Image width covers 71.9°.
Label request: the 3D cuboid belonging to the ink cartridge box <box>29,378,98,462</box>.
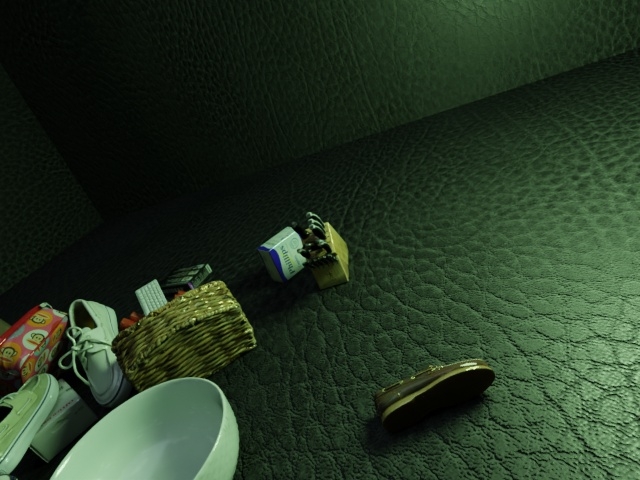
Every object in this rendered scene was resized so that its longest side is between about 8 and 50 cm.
[{"bbox_3d":[-0.675,0.448,1.119,0.191,0.082,0.140,5,37,46],"label":"ink cartridge box"}]

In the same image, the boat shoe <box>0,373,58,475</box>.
[{"bbox_3d":[-0.703,0.403,1.022,0.109,0.094,0.302,-28,26,0],"label":"boat shoe"}]

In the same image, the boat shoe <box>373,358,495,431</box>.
[{"bbox_3d":[0.188,0.248,0.755,0.207,0.073,0.073,-23,25,2],"label":"boat shoe"}]

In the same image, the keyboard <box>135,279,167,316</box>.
[{"bbox_3d":[-0.469,0.228,1.298,0.072,0.014,0.256,-30,61,-14],"label":"keyboard"}]

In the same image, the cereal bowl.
[{"bbox_3d":[-0.286,0.410,0.765,0.339,0.141,0.339,-20,24,9],"label":"cereal bowl"}]

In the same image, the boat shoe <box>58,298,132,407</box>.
[{"bbox_3d":[-0.621,0.284,1.192,0.136,0.156,0.367,-41,48,3],"label":"boat shoe"}]

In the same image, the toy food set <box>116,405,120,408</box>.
[{"bbox_3d":[-0.470,0.423,1.059,0.083,0.020,0.083,-20,24,9],"label":"toy food set"}]

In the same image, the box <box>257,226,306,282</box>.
[{"bbox_3d":[-0.110,0.045,1.404,0.137,0.126,0.072,-39,29,-30],"label":"box"}]

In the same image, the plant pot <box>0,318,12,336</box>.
[{"bbox_3d":[-1.114,0.377,1.499,0.263,0.229,0.263,-20,22,8],"label":"plant pot"}]

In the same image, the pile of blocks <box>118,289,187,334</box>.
[{"bbox_3d":[-0.518,0.260,1.339,0.362,0.112,0.149,-33,25,-21],"label":"pile of blocks"}]

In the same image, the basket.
[{"bbox_3d":[-0.350,0.213,1.090,0.299,0.213,0.223,-31,44,-16],"label":"basket"}]

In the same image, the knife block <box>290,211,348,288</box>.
[{"bbox_3d":[0.000,0.000,1.250,0.088,0.241,0.275,-18,24,12],"label":"knife block"}]

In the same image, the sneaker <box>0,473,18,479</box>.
[{"bbox_3d":[-0.604,0.530,0.822,0.316,0.127,0.182,-16,26,21],"label":"sneaker"}]

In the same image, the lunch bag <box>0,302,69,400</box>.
[{"bbox_3d":[-0.820,0.333,1.276,0.120,0.293,0.258,23,32,-5],"label":"lunch bag"}]

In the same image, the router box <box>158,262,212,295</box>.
[{"bbox_3d":[-0.515,0.148,1.660,0.179,0.046,0.133,-10,27,29],"label":"router box"}]
